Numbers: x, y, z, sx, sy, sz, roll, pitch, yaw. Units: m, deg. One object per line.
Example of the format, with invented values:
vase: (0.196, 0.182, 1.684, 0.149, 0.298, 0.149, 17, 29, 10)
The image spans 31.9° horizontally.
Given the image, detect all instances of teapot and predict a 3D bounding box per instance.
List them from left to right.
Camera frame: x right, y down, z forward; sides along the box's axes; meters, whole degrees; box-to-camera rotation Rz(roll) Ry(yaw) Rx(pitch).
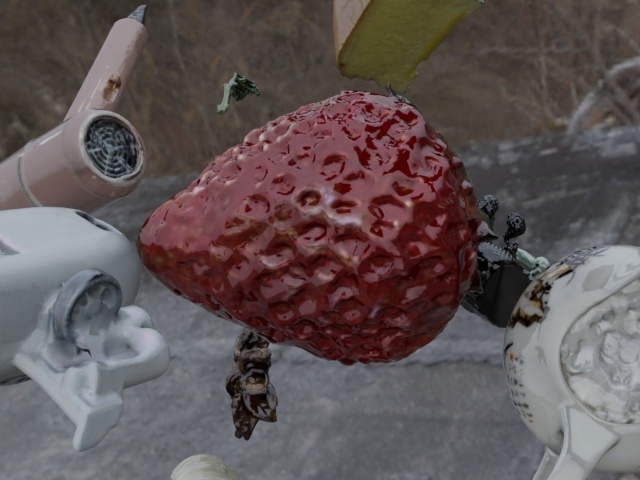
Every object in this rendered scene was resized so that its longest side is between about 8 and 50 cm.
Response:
teapot: (0.269, 0.125, 1.029, 0.299, 0.208, 0.166, -62, 6, -14)

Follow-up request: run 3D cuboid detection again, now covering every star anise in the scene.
star anise: (-0.101, 0.222, 1.617, 0.073, 0.234, 0.177, -1, 20, -10)

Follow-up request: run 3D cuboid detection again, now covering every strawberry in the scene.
strawberry: (0.013, 0.005, 1.097, 0.310, 0.292, 0.292, -39, 25, 4)

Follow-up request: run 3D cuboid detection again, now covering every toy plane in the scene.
toy plane: (-0.210, 0.043, 0.668, 0.252, 0.118, 0.252, 12, 25, -5)

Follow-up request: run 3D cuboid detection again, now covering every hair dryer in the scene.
hair dryer: (-0.258, -0.170, 1.319, 0.189, 0.107, 0.344, -22, 41, 42)

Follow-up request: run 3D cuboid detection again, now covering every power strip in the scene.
power strip: (0.245, 0.036, 1.348, 0.035, 0.055, 0.083, -35, 16, -20)

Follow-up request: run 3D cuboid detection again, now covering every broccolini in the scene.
broccolini: (-0.146, -0.241, 1.816, 0.054, 0.052, 0.194, -17, 12, 17)

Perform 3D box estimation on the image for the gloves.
gloves: (0.171, 0.013, 1.298, 0.129, 0.106, 0.180, -1, 32, -28)

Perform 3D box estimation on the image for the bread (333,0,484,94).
bread: (0.098, -0.289, 1.332, 0.160, 0.140, 0.169, -40, 44, 43)

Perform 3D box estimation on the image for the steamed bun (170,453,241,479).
steamed bun: (-0.150, 0.395, 1.623, 0.106, 0.183, 0.183, -13, 24, -5)
